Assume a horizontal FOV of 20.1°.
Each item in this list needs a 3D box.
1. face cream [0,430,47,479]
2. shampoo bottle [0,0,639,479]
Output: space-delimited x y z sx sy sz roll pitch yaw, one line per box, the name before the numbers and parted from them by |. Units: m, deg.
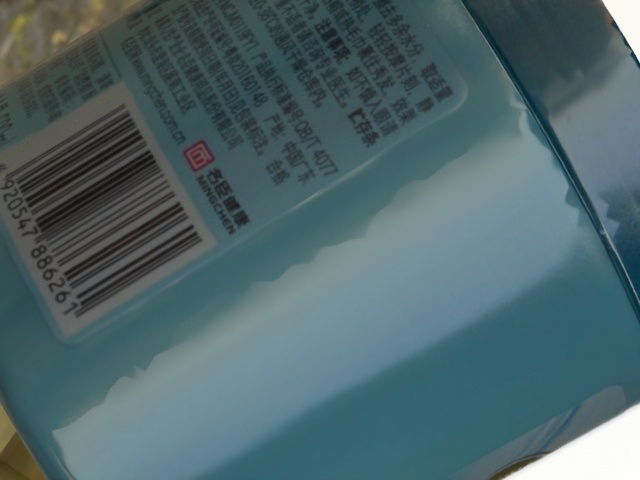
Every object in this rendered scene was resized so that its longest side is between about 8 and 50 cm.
face cream | -0.296 0.294 1.461 0.137 0.084 0.341 21 -106 53
shampoo bottle | 0.000 0.000 0.990 0.342 0.331 0.331 -30 180 0
